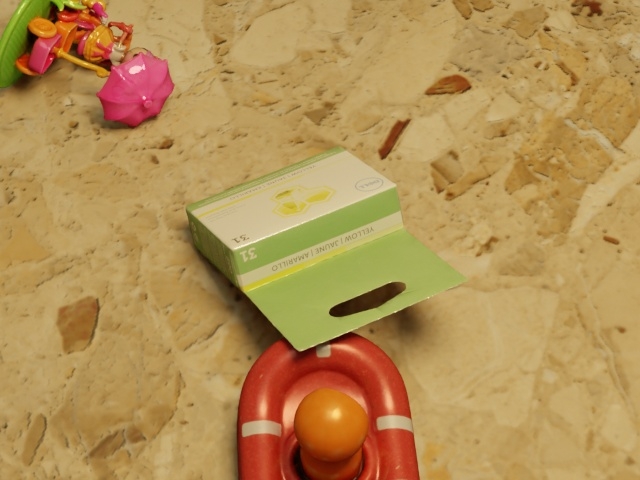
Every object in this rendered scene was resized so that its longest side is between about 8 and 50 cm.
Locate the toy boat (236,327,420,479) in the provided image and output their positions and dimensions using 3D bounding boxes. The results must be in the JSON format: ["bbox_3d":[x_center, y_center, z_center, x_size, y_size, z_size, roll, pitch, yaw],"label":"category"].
[{"bbox_3d":[0.008,0.169,1.180,0.151,0.151,0.231,-3,54,-4],"label":"toy boat"}]

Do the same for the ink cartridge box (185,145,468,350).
[{"bbox_3d":[0.000,0.000,1.303,0.171,0.056,0.235,-22,28,-17],"label":"ink cartridge box"}]

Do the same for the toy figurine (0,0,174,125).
[{"bbox_3d":[-0.220,-0.183,1.475,0.159,0.130,0.173,29,33,3],"label":"toy figurine"}]
